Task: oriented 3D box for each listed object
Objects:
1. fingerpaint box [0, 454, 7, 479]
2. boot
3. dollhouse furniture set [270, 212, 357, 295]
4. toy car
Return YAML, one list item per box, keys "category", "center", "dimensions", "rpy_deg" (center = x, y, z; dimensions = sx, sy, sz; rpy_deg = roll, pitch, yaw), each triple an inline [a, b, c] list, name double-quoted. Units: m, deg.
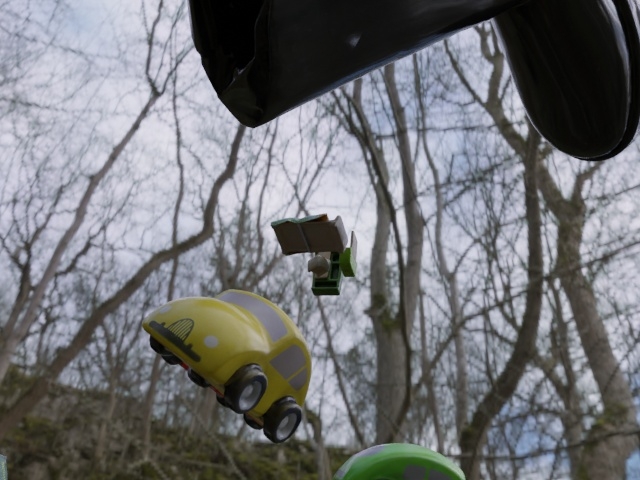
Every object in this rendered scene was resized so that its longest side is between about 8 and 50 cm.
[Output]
- category: "fingerpaint box"
  center: [-0.422, 0.352, 0.811]
  dimensions: [0.163, 0.444, 0.371]
  rpy_deg: [-24, -36, 9]
- category: "boot"
  center: [0.104, -0.184, 0.824]
  dimensions: [0.146, 0.445, 0.367]
  rpy_deg: [0, -69, 46]
- category: "dollhouse furniture set"
  center: [0.000, 0.000, 1.090]
  dimensions: [0.076, 0.058, 0.151]
  rpy_deg: [-2, -35, 14]
- category: "toy car"
  center: [0.008, 0.104, 0.529]
  dimensions: [0.225, 0.239, 0.053]
  rpy_deg: [37, -101, 1]
